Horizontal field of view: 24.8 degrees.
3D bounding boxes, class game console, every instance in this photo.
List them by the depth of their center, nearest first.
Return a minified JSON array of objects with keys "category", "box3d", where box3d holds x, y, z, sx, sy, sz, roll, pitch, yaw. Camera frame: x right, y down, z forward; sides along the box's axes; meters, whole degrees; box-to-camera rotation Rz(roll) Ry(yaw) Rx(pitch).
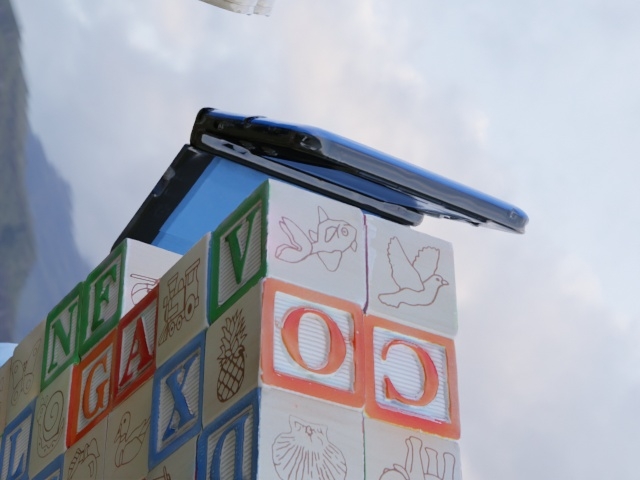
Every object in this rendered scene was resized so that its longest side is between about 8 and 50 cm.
[{"category":"game console","box3d":[0.000,0.000,1.361,0.250,0.293,0.173,15,-92,51]}]

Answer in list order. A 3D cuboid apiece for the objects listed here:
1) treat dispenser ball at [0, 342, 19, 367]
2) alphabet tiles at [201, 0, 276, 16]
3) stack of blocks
[{"category":"treat dispenser ball","box3d":[-0.425,0.273,1.883,0.288,0.288,0.288,49,-30,42]},{"category":"alphabet tiles","box3d":[-0.185,-0.253,1.300,0.278,0.284,0.021,-39,148,-76]},{"category":"stack of blocks","box3d":[-0.062,0.091,0.628,0.297,0.087,0.171,-41,-140,46]}]
